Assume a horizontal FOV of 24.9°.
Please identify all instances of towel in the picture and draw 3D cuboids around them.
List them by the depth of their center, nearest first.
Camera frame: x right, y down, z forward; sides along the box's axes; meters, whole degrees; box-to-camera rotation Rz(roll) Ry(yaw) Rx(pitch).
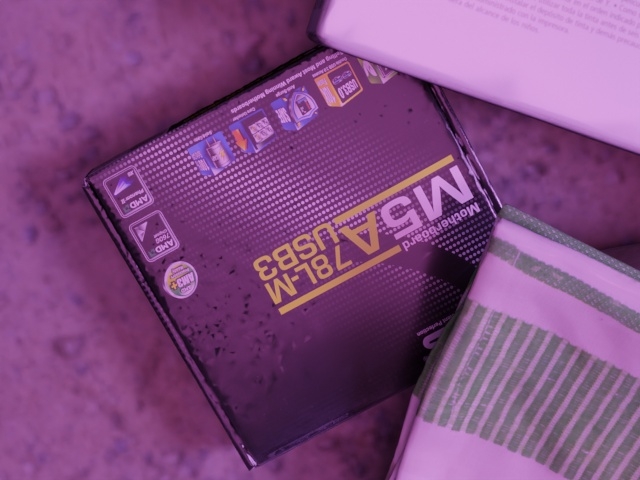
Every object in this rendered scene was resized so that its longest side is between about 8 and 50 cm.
[{"bbox_3d":[0.138,0.169,0.745,0.248,0.038,0.325,26,118,12],"label":"towel"}]

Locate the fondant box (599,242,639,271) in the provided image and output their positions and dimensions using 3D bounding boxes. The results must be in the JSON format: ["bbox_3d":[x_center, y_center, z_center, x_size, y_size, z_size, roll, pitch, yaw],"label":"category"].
[{"bbox_3d":[0.278,0.151,0.753,0.238,0.096,0.330,-12,106,26],"label":"fondant box"}]

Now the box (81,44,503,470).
[{"bbox_3d":[0.000,0.000,0.774,0.190,0.045,0.184,-28,99,3],"label":"box"}]

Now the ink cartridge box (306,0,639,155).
[{"bbox_3d":[0.159,-0.167,0.707,0.275,0.060,0.239,18,96,-8],"label":"ink cartridge box"}]
